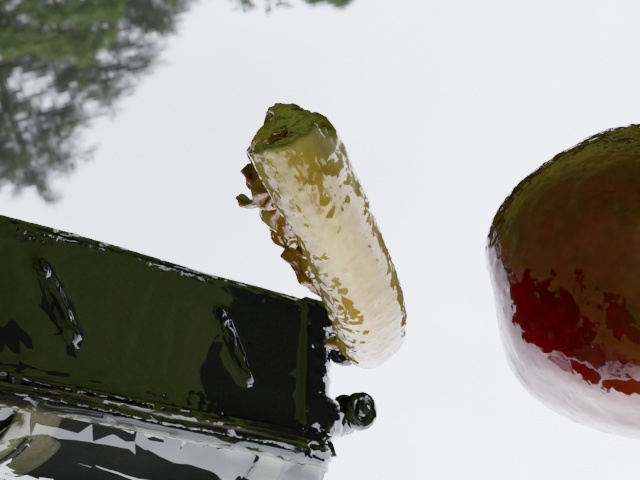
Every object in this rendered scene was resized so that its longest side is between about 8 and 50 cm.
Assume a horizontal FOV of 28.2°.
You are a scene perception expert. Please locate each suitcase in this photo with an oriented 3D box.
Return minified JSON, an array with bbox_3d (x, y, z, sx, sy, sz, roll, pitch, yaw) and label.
[{"bbox_3d":[-0.192,0.114,1.016,0.283,0.433,0.194,-20,-120,43],"label":"suitcase"}]

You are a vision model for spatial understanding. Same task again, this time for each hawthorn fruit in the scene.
[{"bbox_3d":[0.280,0.045,1.034,0.265,0.265,0.307,-21,-154,-16],"label":"hawthorn fruit"}]

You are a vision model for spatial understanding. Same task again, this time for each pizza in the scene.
[{"bbox_3d":[0.003,0.003,0.725,0.056,0.271,0.134,-35,-107,-6],"label":"pizza"}]
